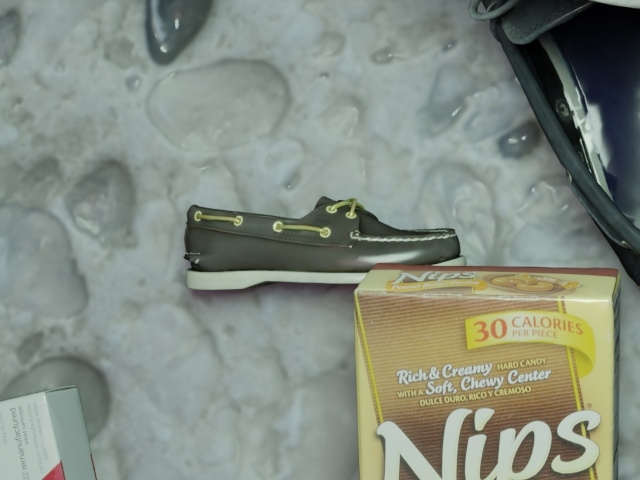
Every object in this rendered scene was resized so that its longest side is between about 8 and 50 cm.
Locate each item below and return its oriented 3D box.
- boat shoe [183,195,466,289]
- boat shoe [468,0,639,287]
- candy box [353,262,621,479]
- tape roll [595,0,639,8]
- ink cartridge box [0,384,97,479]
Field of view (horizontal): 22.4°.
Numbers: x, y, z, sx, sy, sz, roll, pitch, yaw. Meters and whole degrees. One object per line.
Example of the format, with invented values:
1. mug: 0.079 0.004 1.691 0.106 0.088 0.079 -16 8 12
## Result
1. boat shoe: 0.000 0.000 1.254 0.227 0.081 0.069 -3 92 17
2. boat shoe: 0.204 -0.189 1.171 0.186 0.156 0.500 -22 82 15
3. candy box: 0.124 0.178 1.177 0.183 0.087 0.316 1 105 13
4. tape roll: 0.192 -0.317 1.095 0.392 0.072 0.392 7 53 -9
5. ink cartridge box: -0.278 0.201 1.325 0.175 0.072 0.127 -14 86 13
